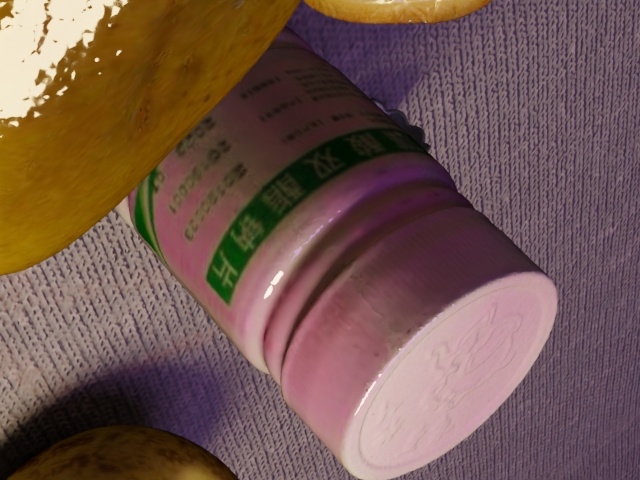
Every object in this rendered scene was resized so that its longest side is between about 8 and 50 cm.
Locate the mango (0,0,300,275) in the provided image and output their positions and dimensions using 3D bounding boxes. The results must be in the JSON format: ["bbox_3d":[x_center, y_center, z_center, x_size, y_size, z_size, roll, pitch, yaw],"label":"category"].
[{"bbox_3d":[-0.154,-0.152,1.003,0.301,0.220,0.445,-20,152,-46],"label":"mango"}]

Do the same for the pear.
[{"bbox_3d":[-0.187,0.302,1.472,0.281,0.281,0.280,-31,147,-23],"label":"pear"}]

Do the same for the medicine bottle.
[{"bbox_3d":[0.000,0.000,1.254,0.212,0.325,0.212,-30,148,-21],"label":"medicine bottle"}]

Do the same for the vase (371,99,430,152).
[{"bbox_3d":[0.030,-0.047,1.486,0.081,0.081,0.148,-6,137,-47],"label":"vase"}]

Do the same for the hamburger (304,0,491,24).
[{"bbox_3d":[0.060,-0.238,1.167,0.182,0.191,0.118,-26,144,-17],"label":"hamburger"}]
